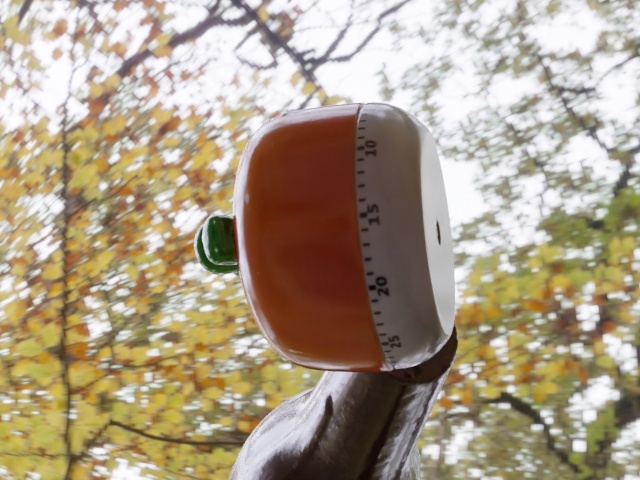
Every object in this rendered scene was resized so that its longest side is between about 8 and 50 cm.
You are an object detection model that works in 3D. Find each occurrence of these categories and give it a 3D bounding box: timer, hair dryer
[{"bbox_3d":[0.000,0.000,0.723,0.136,0.099,0.136,1,-87,20],"label":"timer"},{"bbox_3d":[0.048,0.234,0.877,0.123,0.312,0.340,-10,-117,-22],"label":"hair dryer"}]
